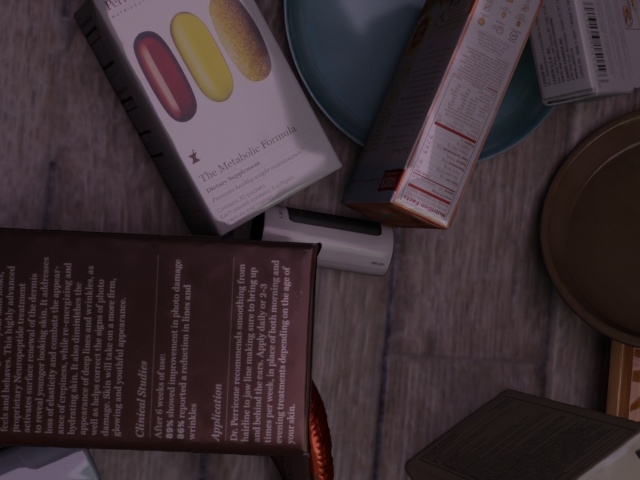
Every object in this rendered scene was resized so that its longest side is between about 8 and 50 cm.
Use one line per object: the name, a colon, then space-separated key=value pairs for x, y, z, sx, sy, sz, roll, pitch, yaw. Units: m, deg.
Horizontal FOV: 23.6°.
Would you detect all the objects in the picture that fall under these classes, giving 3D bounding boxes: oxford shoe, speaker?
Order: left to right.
oxford shoe: x=-0.050 y=0.159 z=1.485 sx=0.098 sy=0.097 sz=0.271 roll=-14 pitch=90 yaw=5
speaker: x=0.000 y=0.000 z=1.504 sx=0.136 sy=0.055 sz=0.055 roll=10 pitch=88 yaw=-15

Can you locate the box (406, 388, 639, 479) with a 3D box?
box: x=0.213 y=0.240 z=1.434 sx=0.148 sy=0.311 sz=0.121 roll=-35 pitch=99 yaw=-12

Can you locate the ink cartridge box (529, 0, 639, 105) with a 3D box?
ink cartridge box: x=0.260 y=-0.276 z=1.522 sx=0.060 sy=0.239 sz=0.275 roll=-11 pitch=91 yaw=28

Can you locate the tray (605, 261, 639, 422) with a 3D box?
tray: x=0.393 y=0.235 z=1.559 sx=0.203 sy=0.076 sz=0.411 roll=5 pitch=89 yaw=21

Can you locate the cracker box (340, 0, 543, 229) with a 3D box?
cracker box: x=0.111 y=-0.127 z=1.437 sx=0.067 sy=0.156 sz=0.232 roll=25 pitch=85 yaw=-15

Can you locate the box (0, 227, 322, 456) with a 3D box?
box: x=-0.195 y=0.087 z=1.363 sx=0.381 sy=0.143 sz=0.191 roll=3 pitch=89 yaw=-3

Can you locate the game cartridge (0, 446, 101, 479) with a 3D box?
game cartridge: x=-0.262 y=0.341 z=1.438 sx=0.198 sy=0.062 sz=0.297 roll=-26 pitch=98 yaw=-18

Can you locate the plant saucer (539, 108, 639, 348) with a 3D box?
plant saucer: x=0.360 y=-0.012 z=1.537 sx=0.278 sy=0.041 sz=0.278 roll=-8 pitch=62 yaw=16

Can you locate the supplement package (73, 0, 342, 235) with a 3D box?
supplement package: x=-0.109 y=-0.142 z=1.429 sx=0.139 sy=0.134 sz=0.244 roll=-31 pitch=99 yaw=-14

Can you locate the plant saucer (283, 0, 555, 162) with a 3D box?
plant saucer: x=0.112 y=-0.231 z=1.538 sx=0.317 sy=0.044 sz=0.318 roll=0 pitch=92 yaw=-16
